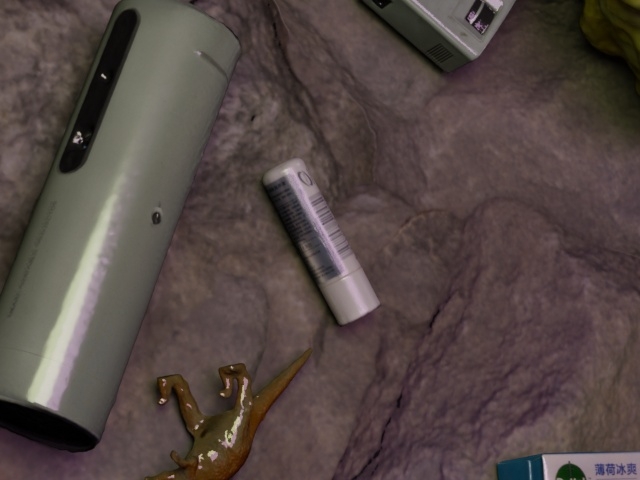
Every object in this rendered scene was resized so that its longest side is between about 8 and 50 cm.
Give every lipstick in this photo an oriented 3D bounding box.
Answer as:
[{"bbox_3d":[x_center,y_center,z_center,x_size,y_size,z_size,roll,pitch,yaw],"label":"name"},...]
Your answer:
[{"bbox_3d":[0.000,0.000,1.326,0.040,0.040,0.141,-30,94,-29],"label":"lipstick"}]

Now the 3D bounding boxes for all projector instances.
[{"bbox_3d":[-0.158,-0.017,1.210,0.108,0.108,0.337,26,68,-20],"label":"projector"},{"bbox_3d":[0.114,-0.236,1.428,0.115,0.061,0.147,38,64,-13],"label":"projector"}]

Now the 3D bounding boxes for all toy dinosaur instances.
[{"bbox_3d":[-0.065,0.156,1.263,0.162,0.039,0.126,-7,91,-33],"label":"toy dinosaur"}]

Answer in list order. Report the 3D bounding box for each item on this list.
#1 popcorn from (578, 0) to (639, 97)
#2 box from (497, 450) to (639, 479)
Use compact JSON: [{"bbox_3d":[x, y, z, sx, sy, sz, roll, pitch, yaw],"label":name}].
[{"bbox_3d":[0.367,-0.262,1.479,0.334,0.293,0.292,35,21,-47],"label":"popcorn"},{"bbox_3d":[0.252,0.251,1.380,0.194,0.073,0.139,3,77,-27],"label":"box"}]
